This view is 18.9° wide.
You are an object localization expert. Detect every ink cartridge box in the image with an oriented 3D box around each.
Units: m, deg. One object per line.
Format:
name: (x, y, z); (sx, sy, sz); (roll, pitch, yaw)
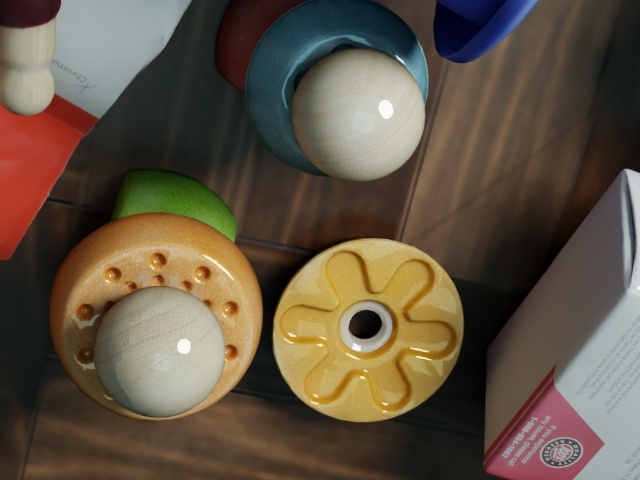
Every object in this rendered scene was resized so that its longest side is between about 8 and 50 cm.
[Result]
ink cartridge box: (0.213, 0.074, 0.981); (0.218, 0.092, 0.158); (20, 133, -13)
ink cartridge box: (-0.169, -0.121, 0.909); (0.189, 0.066, 0.232); (29, 97, -16)

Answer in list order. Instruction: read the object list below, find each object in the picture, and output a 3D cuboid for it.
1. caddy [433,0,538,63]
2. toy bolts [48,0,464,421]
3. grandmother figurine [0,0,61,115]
caddy: (0.099, -0.245, 0.816); (0.179, 0.241, 0.341); (25, 103, -9)
toy bolts: (0.000, 0.000, 0.917); (0.218, 0.158, 0.228); (22, 103, -15)
grandmother figurine: (-0.206, -0.122, 0.841); (0.207, 0.104, 0.342); (15, 120, -35)
